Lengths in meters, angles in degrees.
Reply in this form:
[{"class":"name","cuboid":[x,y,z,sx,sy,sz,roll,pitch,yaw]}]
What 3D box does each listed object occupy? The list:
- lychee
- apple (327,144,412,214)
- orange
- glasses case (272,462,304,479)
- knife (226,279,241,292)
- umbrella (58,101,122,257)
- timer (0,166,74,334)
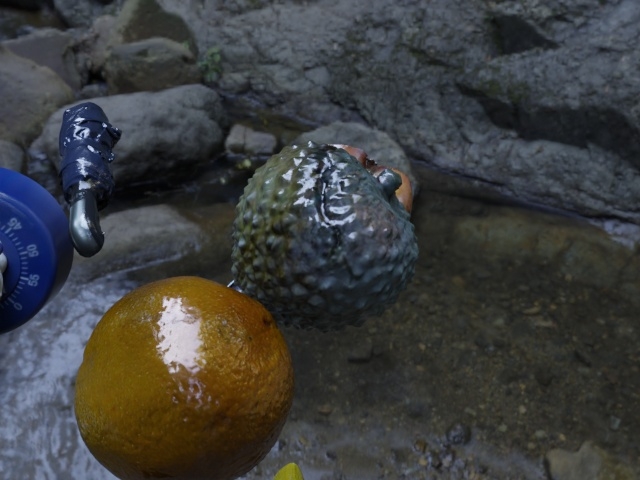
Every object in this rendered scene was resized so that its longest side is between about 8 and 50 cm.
[{"class":"lychee","cuboid":[0.000,0.000,0.877,0.274,0.255,0.255,-35,37,16]},{"class":"apple","cuboid":[0.047,-0.048,1.341,0.292,0.251,0.163,15,60,-25]},{"class":"orange","cuboid":[-0.165,0.169,0.786,0.264,0.264,0.264,0,39,0]},{"class":"glasses case","cuboid":[-0.057,0.552,1.326,0.064,0.079,0.234,35,16,-24]},{"class":"knife","cuboid":[-0.191,0.112,1.284,0.123,0.053,0.278,46,65,5]},{"class":"umbrella","cuboid":[-0.238,-0.074,0.686,0.070,0.071,0.248,-10,35,-12]},{"class":"timer","cuboid":[-0.504,0.052,0.926,0.270,0.271,0.383,-10,16,-13]}]
